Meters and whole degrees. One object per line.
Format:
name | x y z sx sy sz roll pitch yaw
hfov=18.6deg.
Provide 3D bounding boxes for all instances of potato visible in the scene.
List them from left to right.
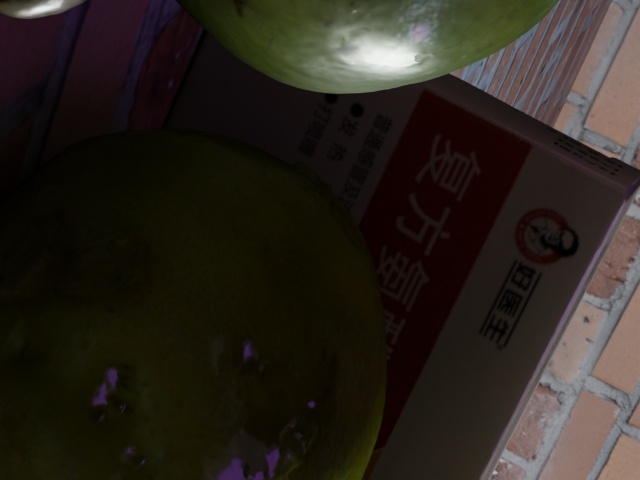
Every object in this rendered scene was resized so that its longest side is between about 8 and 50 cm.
potato | -0.052 0.044 0.774 0.148 0.186 0.253 -37 -171 25

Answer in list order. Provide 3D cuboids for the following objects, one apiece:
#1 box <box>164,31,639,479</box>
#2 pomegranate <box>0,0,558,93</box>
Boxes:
box | -0.016 0.076 0.963 0.353 0.214 0.069 -66 168 18
pomegranate | -0.002 -0.119 0.602 0.210 0.179 0.179 -56 169 -29
